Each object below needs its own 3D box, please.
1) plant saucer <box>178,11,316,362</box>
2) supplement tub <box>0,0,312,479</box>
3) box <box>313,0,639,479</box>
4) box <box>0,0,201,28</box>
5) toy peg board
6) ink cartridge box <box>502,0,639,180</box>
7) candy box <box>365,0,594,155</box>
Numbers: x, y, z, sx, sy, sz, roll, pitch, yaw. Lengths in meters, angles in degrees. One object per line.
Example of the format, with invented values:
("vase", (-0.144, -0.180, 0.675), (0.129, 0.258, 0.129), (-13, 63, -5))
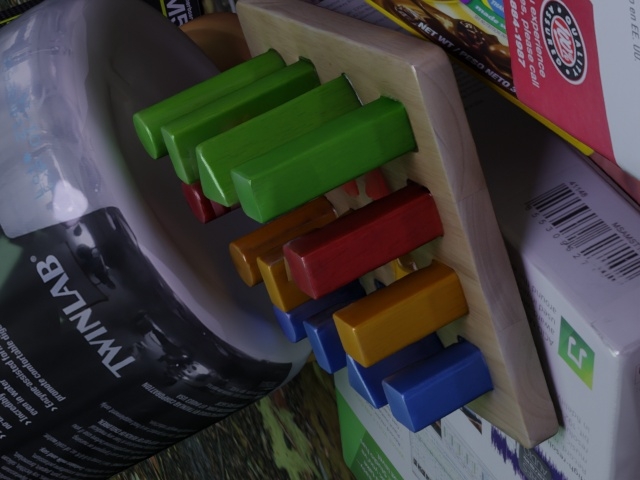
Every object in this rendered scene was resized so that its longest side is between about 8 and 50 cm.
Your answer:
("plant saucer", (-0.045, -0.023, 0.915), (0.200, 0.037, 0.200), (27, 127, 41))
("supplement tub", (-0.186, 0.044, 0.809), (0.207, 0.338, 0.207), (49, -156, -31))
("box", (0.078, 0.071, 0.760), (0.232, 0.058, 0.322), (51, 156, 39))
("box", (-0.150, -0.060, 1.024), (0.045, 0.184, 0.191), (46, 156, 44))
("toy peg board", (0.000, 0.000, 0.654), (0.161, 0.079, 0.161), (32, 145, 61))
("ink cartridge box", (0.127, -0.068, 0.305), (0.176, 0.127, 0.128), (44, 152, 50))
("candy box", (0.029, -0.106, 0.548), (0.206, 0.027, 0.105), (34, 160, -4))
